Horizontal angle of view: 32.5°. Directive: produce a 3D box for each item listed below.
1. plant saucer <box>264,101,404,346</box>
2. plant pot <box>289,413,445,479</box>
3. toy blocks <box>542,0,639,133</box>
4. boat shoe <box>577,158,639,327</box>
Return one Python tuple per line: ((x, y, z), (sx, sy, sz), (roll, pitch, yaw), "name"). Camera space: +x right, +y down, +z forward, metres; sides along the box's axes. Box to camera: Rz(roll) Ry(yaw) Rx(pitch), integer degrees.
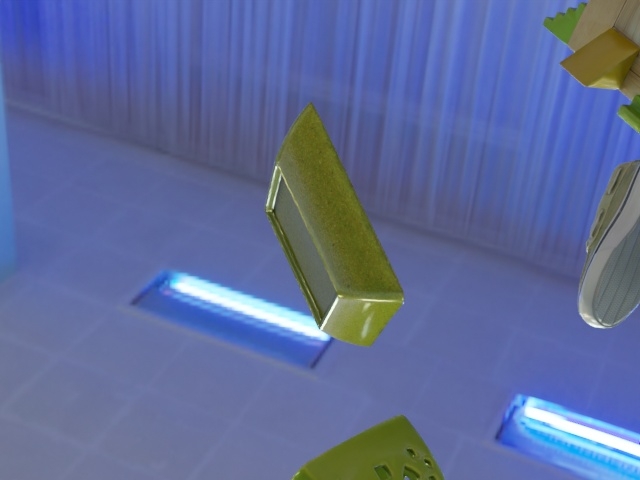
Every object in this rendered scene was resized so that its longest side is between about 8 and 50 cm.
((0.000, 0.000, 0.979), (0.045, 0.188, 0.188), (-22, -104, -13), "plant saucer")
((0.058, 0.395, 1.416), (0.207, 0.228, 0.227), (47, -145, 20), "plant pot")
((0.402, -0.225, 1.029), (0.190, 0.261, 0.381), (0, -143, -32), "toy blocks")
((0.457, 0.003, 1.677), (0.094, 0.109, 0.302), (-2, -129, 54), "boat shoe")
